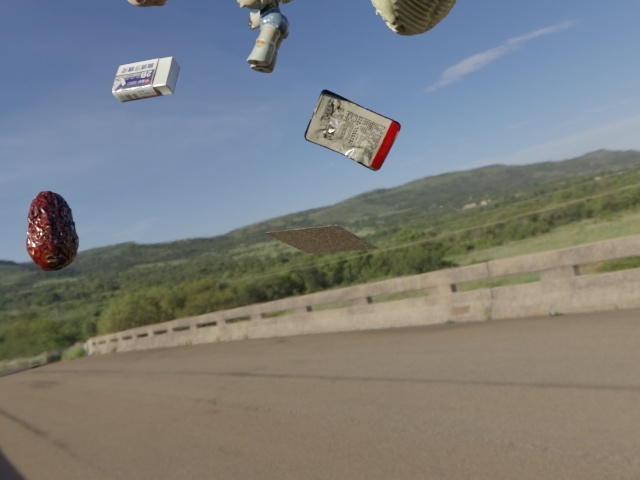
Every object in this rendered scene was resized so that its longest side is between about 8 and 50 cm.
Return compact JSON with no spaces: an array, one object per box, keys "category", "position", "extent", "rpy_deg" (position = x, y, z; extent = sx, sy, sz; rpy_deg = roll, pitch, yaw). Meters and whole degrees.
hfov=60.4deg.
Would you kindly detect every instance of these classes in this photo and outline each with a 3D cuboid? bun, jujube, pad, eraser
[{"category":"bun","position":[0.190,-0.551,1.147],"extent":[0.220,0.221,0.134],"rpy_deg":[-12,43,-29]},{"category":"jujube","position":[-0.546,-0.022,1.112],"extent":[0.104,0.166,0.104],"rpy_deg":[-15,-7,-2]},{"category":"pad","position":[0.000,0.000,1.299],"extent":[0.234,0.003,0.158],"rpy_deg":[-5,-23,43]},{"category":"eraser","position":[-0.584,-0.539,1.845],"extent":[0.210,0.125,0.068],"rpy_deg":[-3,-28,18]}]

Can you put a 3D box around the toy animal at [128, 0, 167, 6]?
[{"category":"toy animal","position":[-0.458,-0.661,1.321],"extent":[0.171,0.172,0.197],"rpy_deg":[-13,0,12]}]

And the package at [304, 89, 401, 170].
[{"category":"package","position":[0.085,-0.300,1.521],"extent":[0.239,0.154,0.030],"rpy_deg":[25,25,-1]}]

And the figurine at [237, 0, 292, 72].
[{"category":"figurine","position":[-0.101,-0.618,1.390],"extent":[0.204,0.382,0.224],"rpy_deg":[10,14,8]}]
